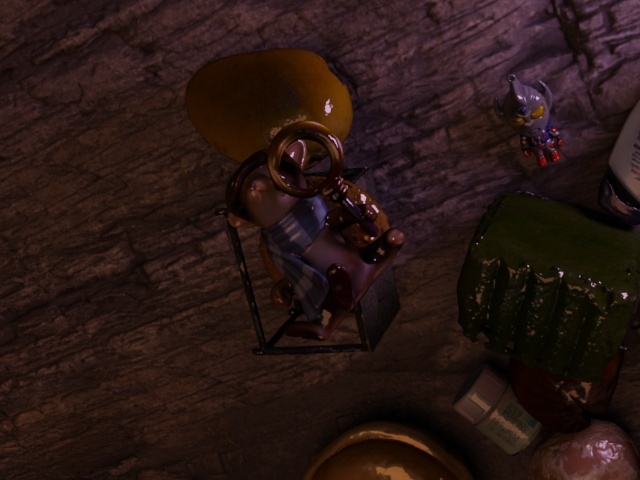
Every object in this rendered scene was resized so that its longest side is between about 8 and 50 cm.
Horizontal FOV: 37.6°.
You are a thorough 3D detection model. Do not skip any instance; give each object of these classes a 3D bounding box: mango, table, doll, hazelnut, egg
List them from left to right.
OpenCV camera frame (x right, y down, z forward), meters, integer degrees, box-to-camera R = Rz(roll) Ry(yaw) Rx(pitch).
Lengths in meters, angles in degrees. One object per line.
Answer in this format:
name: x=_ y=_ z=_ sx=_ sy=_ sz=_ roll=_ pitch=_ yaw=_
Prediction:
mango: x=-0.111 y=-0.269 z=1.887 sx=0.364 sy=0.182 sz=0.253 roll=17 pitch=86 yaw=18
doll: x=-0.026 y=-0.016 z=1.644 sx=0.318 sy=0.209 sz=0.340 roll=-41 pitch=84 yaw=17
table: x=-0.018 y=0.046 z=1.980 sx=0.272 sy=0.222 sz=0.335 roll=-4 pitch=109 yaw=24
doll: x=0.397 y=-0.231 z=1.786 sx=0.104 sy=0.062 sz=0.195 roll=-9 pitch=119 yaw=44
hazelnut: x=0.495 y=0.258 z=1.870 sx=0.217 sy=0.217 sz=0.251 roll=37 pitch=108 yaw=4
egg: x=0.542 y=0.473 z=1.944 sx=0.203 sy=0.203 sz=0.245 roll=49 pitch=127 yaw=-3

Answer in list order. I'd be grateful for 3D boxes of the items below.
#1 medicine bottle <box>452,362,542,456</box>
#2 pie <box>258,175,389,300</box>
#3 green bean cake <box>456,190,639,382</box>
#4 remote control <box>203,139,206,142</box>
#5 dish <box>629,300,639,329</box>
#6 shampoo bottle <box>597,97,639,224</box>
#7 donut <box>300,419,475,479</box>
medicine bottle: x=0.380 y=0.357 z=2.000 sx=0.168 sy=0.135 sz=0.135 roll=37 pitch=120 yaw=4
pie: x=0.000 y=0.000 z=1.786 sx=0.273 sy=0.069 sz=0.274 roll=3 pitch=101 yaw=17
green bean cake: x=0.435 y=0.077 z=1.758 sx=0.335 sy=0.319 sz=0.218 roll=22 pitch=121 yaw=17
remote control: x=-0.156 y=-0.228 z=2.021 sx=0.221 sy=0.042 sz=0.072 roll=6 pitch=111 yaw=20
dish: x=0.728 y=0.197 z=1.823 sx=0.246 sy=0.078 sz=0.224 roll=20 pitch=119 yaw=13
shampoo bottle: x=0.621 y=-0.200 z=1.699 sx=0.134 sy=0.078 sz=0.359 roll=33 pitch=120 yaw=10
donut: x=0.159 y=0.608 z=2.158 sx=0.448 sy=0.198 sz=0.449 roll=8 pitch=114 yaw=18
